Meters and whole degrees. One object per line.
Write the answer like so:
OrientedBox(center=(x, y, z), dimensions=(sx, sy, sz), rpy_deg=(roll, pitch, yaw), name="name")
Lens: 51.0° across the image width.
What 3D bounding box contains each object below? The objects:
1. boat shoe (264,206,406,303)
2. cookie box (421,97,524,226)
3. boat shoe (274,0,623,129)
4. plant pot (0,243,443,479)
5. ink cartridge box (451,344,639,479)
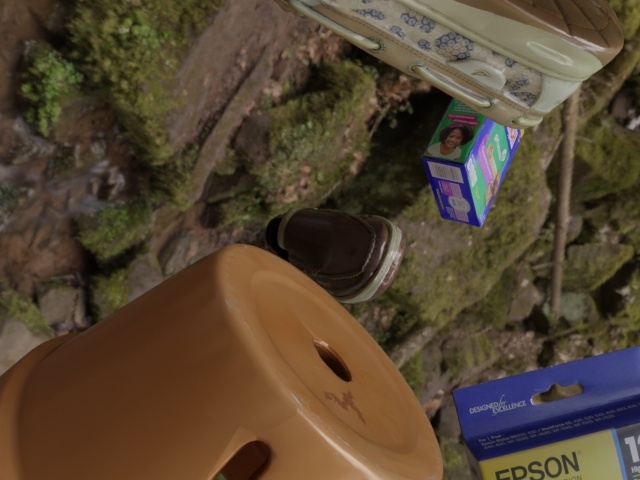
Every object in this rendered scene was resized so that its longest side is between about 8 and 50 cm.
OrientedBox(center=(-0.003, 0.008, 0.720), dimensions=(0.095, 0.095, 0.257), rpy_deg=(-69, -162, -8), name="boat shoe")
OrientedBox(center=(0.130, -0.081, 0.559), dimensions=(0.107, 0.040, 0.092), rpy_deg=(-62, 148, -20), name="cookie box")
OrientedBox(center=(0.024, -0.141, 0.370), dimensions=(0.089, 0.285, 0.104), rpy_deg=(124, -14, -50), name="boat shoe")
OrientedBox(center=(-0.059, 0.140, 0.446), dimensions=(0.203, 0.291, 0.291), rpy_deg=(-44, 169, 12), name="plant pot")
OrientedBox(center=(0.361, 0.326, 0.915), dimensions=(0.072, 0.303, 0.307), rpy_deg=(167, -89, -84), name="ink cartridge box")
